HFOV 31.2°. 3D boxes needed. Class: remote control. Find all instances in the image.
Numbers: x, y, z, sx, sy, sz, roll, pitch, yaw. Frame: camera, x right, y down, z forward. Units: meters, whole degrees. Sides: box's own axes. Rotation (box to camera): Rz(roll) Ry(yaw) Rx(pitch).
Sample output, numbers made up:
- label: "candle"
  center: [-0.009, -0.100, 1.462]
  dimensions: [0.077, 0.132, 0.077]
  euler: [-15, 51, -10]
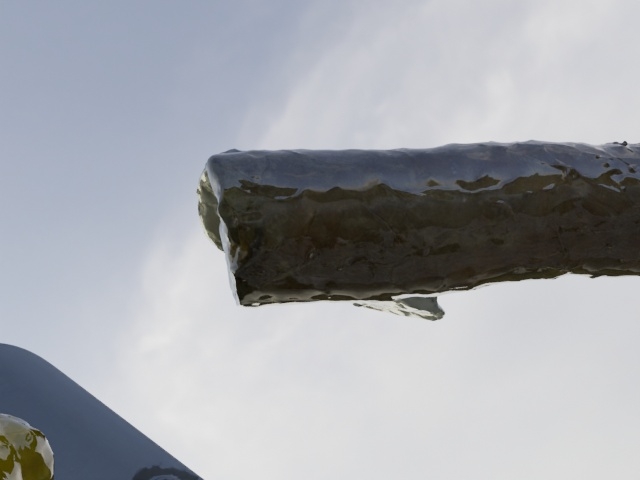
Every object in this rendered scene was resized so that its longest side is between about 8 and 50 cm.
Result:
- label: "remote control"
  center: [-0.099, 0.129, 0.561]
  dimensions: [0.077, 0.245, 0.022]
  euler: [-35, -27, -50]

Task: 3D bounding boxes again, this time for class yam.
- label: "yam"
  center: [0.125, -0.013, 0.563]
  dimensions: [0.356, 0.081, 0.081]
  euler: [-3, -42, -3]

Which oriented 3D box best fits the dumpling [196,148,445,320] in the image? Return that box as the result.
- label: "dumpling"
  center: [-0.001, 0.000, 0.804]
  dimensions: [0.176, 0.092, 0.150]
  euler: [11, -14, -14]

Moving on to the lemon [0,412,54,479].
- label: "lemon"
  center: [-0.206, 0.121, 0.352]
  dimensions: [0.253, 0.228, 0.228]
  euler: [-9, -36, -48]
